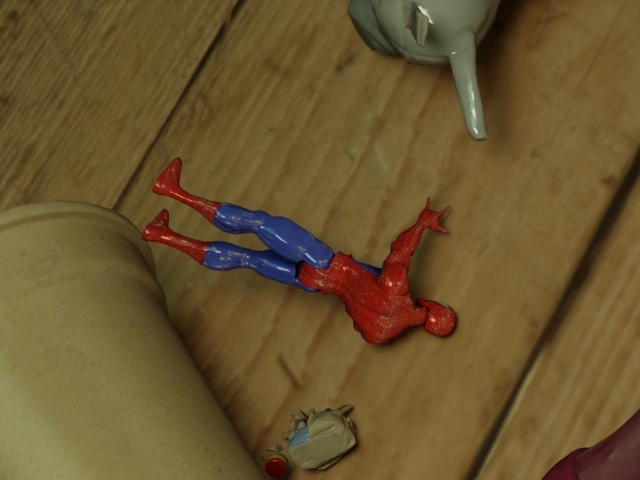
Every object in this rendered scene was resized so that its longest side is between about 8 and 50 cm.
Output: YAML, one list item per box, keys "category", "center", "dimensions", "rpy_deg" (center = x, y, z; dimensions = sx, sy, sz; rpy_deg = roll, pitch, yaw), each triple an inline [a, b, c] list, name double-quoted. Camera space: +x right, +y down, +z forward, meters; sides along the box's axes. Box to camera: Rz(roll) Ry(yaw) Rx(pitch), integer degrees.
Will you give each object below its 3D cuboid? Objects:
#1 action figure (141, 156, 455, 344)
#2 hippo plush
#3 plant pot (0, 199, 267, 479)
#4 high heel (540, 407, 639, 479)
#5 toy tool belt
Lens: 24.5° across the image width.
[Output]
- category: "action figure"
  center: [0.000, 0.000, 1.303]
  dimensions: [0.280, 0.091, 0.139]
  rpy_deg: [26, 38, 9]
- category: "hippo plush"
  center: [0.127, -0.286, 1.312]
  dimensions: [0.236, 0.234, 0.294]
  rpy_deg: [-35, 30, -2]
- category: "plant pot"
  center: [-0.202, 0.190, 1.232]
  dimensions: [0.334, 0.334, 0.305]
  rpy_deg: [-45, 59, 4]
- category: "high heel"
  center: [0.267, 0.299, 0.995]
  dimensions: [0.181, 0.127, 0.377]
  rpy_deg: [-53, 46, 37]
- category: "toy tool belt"
  center: [-0.009, 0.171, 1.271]
  dimensions: [0.083, 0.052, 0.051]
  rpy_deg: [-28, 21, 14]
